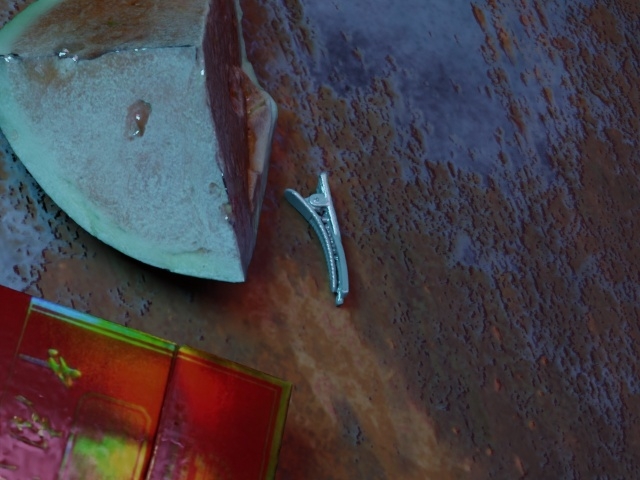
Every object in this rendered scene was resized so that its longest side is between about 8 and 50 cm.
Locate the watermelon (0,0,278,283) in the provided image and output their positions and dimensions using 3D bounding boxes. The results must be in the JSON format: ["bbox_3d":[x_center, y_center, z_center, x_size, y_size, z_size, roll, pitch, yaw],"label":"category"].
[{"bbox_3d":[-0.124,-0.124,1.109,0.256,0.176,0.260,35,32,-14],"label":"watermelon"}]

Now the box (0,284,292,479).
[{"bbox_3d":[-0.189,0.150,0.971,0.313,0.089,0.197,20,56,-15],"label":"box"}]

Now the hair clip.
[{"bbox_3d":[0.000,0.001,1.180,0.039,0.030,0.115,-12,66,-10],"label":"hair clip"}]
